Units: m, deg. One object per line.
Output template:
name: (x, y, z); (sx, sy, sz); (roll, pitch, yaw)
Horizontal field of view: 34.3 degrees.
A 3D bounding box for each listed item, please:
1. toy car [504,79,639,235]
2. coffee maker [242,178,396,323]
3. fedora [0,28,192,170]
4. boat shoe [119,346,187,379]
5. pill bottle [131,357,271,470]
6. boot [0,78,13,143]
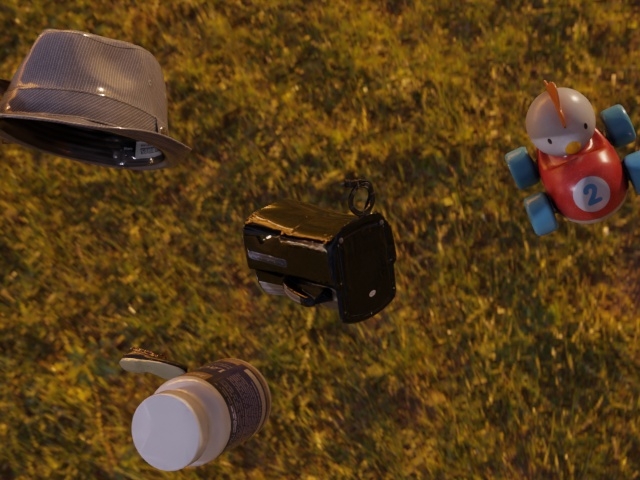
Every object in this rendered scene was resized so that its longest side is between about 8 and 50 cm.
toy car: (0.411, -0.162, 1.715); (0.219, 0.238, 0.210); (-23, 52, 13)
coffee maker: (0.000, 0.000, 1.278); (0.178, 0.120, 0.171); (15, 98, 47)
fedora: (-0.268, -0.167, 1.203); (0.244, 0.275, 0.124); (5, 83, 23)
boat shoe: (-0.294, 0.218, 1.852); (0.133, 0.049, 0.042); (8, 47, 23)
pill bottle: (-0.199, 0.294, 1.750); (0.153, 0.265, 0.153); (1, 94, 20)
boot: (-0.597, -0.242, 1.958); (0.037, 0.106, 0.114); (8, 83, 30)
